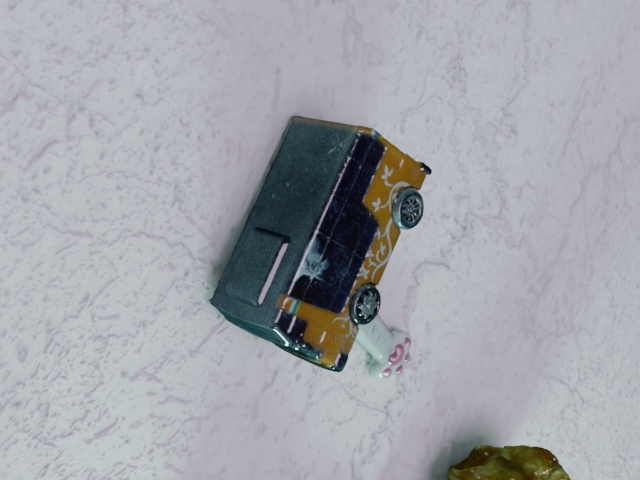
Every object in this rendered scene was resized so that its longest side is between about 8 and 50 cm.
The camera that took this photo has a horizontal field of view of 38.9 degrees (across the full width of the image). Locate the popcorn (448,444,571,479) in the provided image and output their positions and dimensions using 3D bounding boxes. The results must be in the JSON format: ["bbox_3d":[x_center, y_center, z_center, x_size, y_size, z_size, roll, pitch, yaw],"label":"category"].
[{"bbox_3d":[0.357,0.510,1.722,0.282,0.282,0.247,-14,111,-40],"label":"popcorn"}]

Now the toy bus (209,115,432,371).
[{"bbox_3d":[0.000,0.000,1.273,0.194,0.162,0.323,31,80,-44],"label":"toy bus"}]

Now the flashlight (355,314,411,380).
[{"bbox_3d":[0.092,0.157,1.489,0.093,0.047,0.200,-53,133,-16],"label":"flashlight"}]
